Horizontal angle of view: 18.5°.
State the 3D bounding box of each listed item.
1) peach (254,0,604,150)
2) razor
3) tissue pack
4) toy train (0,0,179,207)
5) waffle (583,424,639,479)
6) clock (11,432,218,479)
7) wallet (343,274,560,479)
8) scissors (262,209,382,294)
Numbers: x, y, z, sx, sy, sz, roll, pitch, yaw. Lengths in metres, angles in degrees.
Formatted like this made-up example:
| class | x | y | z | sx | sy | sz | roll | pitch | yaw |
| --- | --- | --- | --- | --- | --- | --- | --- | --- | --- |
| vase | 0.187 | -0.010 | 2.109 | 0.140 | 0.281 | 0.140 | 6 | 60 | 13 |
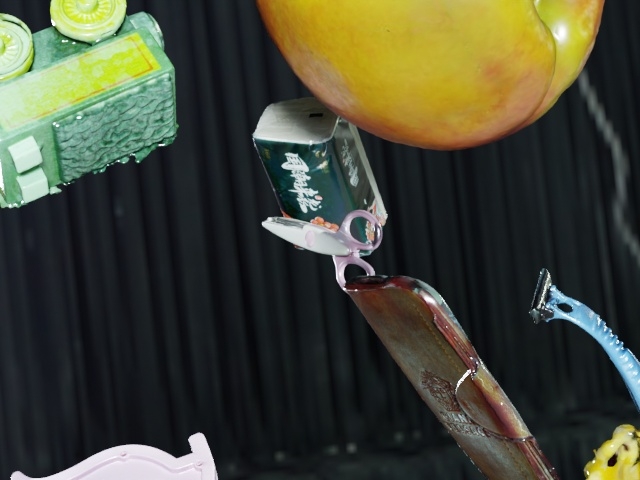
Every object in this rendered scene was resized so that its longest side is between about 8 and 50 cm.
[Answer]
| class | x | y | z | sx | sy | sz | roll | pitch | yaw |
| --- | --- | --- | --- | --- | --- | --- | --- | --- | --- |
| peach | 0.087 | -0.236 | 1.753 | 0.332 | 0.308 | 0.308 | 9 | 6 | 35 |
| razor | 0.296 | 0.133 | 1.907 | 0.042 | 0.253 | 0.082 | -35 | 13 | 28 |
| tissue pack | 0.001 | -0.070 | 2.139 | 0.103 | 0.170 | 0.090 | 3 | 43 | 28 |
| toy train | -0.290 | -0.170 | 2.206 | 0.271 | 0.188 | 0.159 | -24 | -29 | -18 |
| waffle | 0.277 | 0.278 | 1.660 | 0.060 | 0.281 | 0.262 | 18 | 15 | -26 |
| clock | -0.252 | 0.389 | 2.377 | 0.275 | 0.290 | 0.080 | -8 | -42 | 1 |
| wallet | 0.122 | 0.131 | 1.686 | 0.031 | 0.255 | 0.137 | -42 | 18 | -17 |
| scissors | 0.000 | 0.000 | 1.958 | 0.022 | 0.085 | 0.176 | -2 | 13 | -39 |
